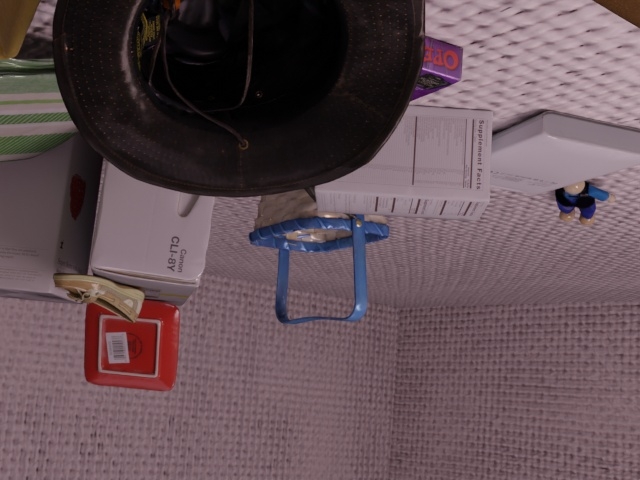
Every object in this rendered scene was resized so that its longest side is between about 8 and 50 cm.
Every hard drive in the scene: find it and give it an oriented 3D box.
[{"bbox_3d":[0.343,-0.127,1.404,0.203,0.040,0.307,8,170,-19],"label":"hard drive"}]

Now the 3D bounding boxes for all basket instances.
[{"bbox_3d":[0.000,0.000,1.576,0.201,0.289,0.255,11,169,-34],"label":"basket"}]

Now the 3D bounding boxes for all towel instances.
[{"bbox_3d":[-0.407,-0.169,1.210,0.248,0.038,0.325,-11,171,-45],"label":"towel"}]

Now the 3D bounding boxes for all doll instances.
[{"bbox_3d":[0.459,-0.079,1.614,0.129,0.046,0.189,11,167,23],"label":"doll"}]

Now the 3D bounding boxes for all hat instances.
[{"bbox_3d":[-0.074,-0.194,0.843,0.331,0.331,0.134,7,-151,-13],"label":"hat"}]

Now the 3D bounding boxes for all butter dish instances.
[{"bbox_3d":[-0.316,0.164,1.557,0.160,0.160,0.118,5,-166,1],"label":"butter dish"}]

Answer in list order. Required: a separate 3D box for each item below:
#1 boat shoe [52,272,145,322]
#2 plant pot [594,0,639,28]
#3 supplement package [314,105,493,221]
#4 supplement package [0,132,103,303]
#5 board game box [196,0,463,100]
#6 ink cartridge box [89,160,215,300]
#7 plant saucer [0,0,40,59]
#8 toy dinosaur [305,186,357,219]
[{"bbox_3d":[-0.316,0.080,1.292,0.056,0.048,0.153,2,166,35],"label":"boat shoe"},{"bbox_3d":[0.178,-0.224,0.472,0.254,0.237,0.237,19,170,1],"label":"plant pot"},{"bbox_3d":[0.119,-0.111,1.314,0.244,0.139,0.134,4,169,3],"label":"supplement package"},{"bbox_3d":[-0.474,-0.055,1.477,0.175,0.293,0.177,5,171,3],"label":"supplement package"},{"bbox_3d":[-0.035,-0.219,1.048,0.347,0.056,0.208,10,165,-28],"label":"board game box"},{"bbox_3d":[-0.263,-0.054,1.435,0.160,0.279,0.384,9,170,-12],"label":"ink cartridge box"},{"bbox_3d":[-0.414,-0.276,0.792,0.333,0.081,0.333,9,169,-25],"label":"plant saucer"},{"bbox_3d":[-0.046,-0.125,1.413,0.268,0.064,0.118,44,-177,-42],"label":"toy dinosaur"}]
